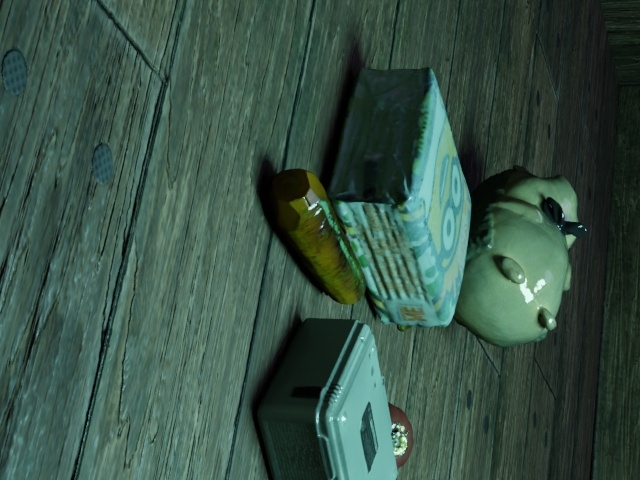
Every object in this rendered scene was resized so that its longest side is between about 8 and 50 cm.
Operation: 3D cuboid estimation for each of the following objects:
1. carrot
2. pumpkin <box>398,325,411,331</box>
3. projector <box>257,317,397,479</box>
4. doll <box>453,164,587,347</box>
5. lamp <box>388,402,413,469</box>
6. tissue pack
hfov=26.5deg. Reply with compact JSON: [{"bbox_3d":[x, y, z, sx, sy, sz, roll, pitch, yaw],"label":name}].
[{"bbox_3d":[0.000,0.000,1.621,0.260,0.070,0.070,59,37,-57],"label":"carrot"},{"bbox_3d":[0.137,0.099,2.054,0.050,0.028,0.083,62,31,-50],"label":"pumpkin"},{"bbox_3d":[0.019,0.243,1.629,0.192,0.099,0.256,-63,148,-52],"label":"projector"},{"bbox_3d":[0.324,0.012,2.267,0.349,0.247,0.247,-72,155,-57],"label":"doll"},{"bbox_3d":[0.076,0.263,1.804,0.101,0.090,0.101,0,90,-34],"label":"lamp"},{"bbox_3d":[0.116,-0.054,1.850,0.311,0.128,0.228,67,31,-51],"label":"tissue pack"}]
